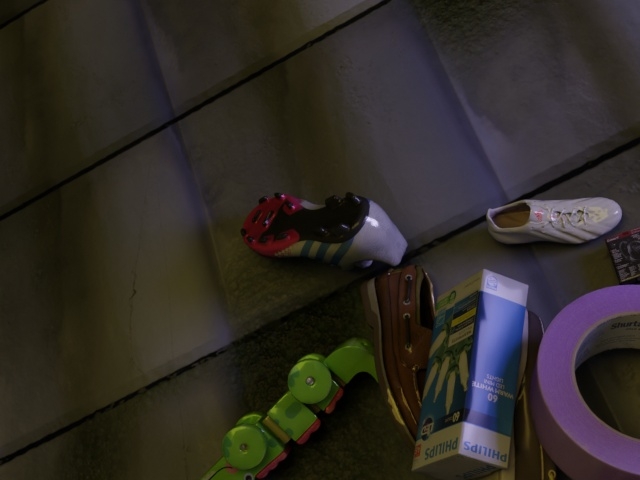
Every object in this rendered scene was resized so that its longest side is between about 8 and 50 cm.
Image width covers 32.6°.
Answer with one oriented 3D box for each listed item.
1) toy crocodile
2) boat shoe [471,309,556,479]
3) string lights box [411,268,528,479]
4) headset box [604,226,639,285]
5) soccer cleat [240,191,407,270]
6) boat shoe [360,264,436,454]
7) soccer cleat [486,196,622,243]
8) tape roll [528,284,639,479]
[{"bbox_3d":[-0.048,0.268,1.634,0.340,0.115,0.105,-45,87,1],"label":"toy crocodile"},{"bbox_3d":[0.276,0.242,1.488,0.097,0.116,0.324,18,58,-13],"label":"boat shoe"},{"bbox_3d":[0.203,0.184,1.475,0.133,0.077,0.259,138,149,-58],"label":"string lights box"},{"bbox_3d":[0.444,0.021,1.554,0.062,0.032,0.083,-21,57,16],"label":"headset box"},{"bbox_3d":[0.000,0.000,1.753,0.331,0.143,0.116,2,58,53],"label":"soccer cleat"},{"bbox_3d":[0.140,0.166,1.587,0.104,0.111,0.307,-25,57,15],"label":"boat shoe"},{"bbox_3d":[0.339,-0.031,1.607,0.196,0.076,0.068,-8,62,23],"label":"soccer cleat"},{"bbox_3d":[0.407,0.192,1.387,0.275,0.090,0.274,-1,53,1],"label":"tape roll"}]
